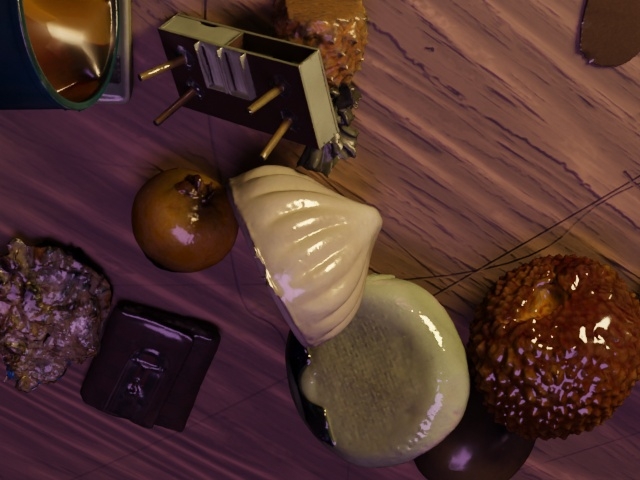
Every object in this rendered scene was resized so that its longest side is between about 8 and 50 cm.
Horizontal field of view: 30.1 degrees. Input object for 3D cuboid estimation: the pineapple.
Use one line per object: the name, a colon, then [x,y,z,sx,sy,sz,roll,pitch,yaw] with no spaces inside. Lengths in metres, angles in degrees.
pineapple: [0.000,-0.199,1.508,0.128,0.128,0.248,0,133,1]

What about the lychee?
lychee: [0.341,0.161,1.716,0.267,0.267,0.267,0,130,1]

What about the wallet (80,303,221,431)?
wallet: [-0.271,0.203,1.889,0.182,0.049,0.229,19,126,-10]

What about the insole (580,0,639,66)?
insole: [0.401,-0.349,1.447,0.111,0.007,0.328,7,130,-7]

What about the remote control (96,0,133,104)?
remote control: [-0.295,-0.299,1.480,0.123,0.038,0.285,6,129,-3]

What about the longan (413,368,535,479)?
longan: [0.233,0.298,1.856,0.196,0.220,0.196,25,134,29]

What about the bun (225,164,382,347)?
bun: [0.000,0.000,1.598,0.175,0.263,0.263,-26,126,1]

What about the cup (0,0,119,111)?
cup: [-0.418,-0.289,1.341,0.292,0.242,0.308,-1,130,17]

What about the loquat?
loquat: [-0.187,-0.027,1.638,0.163,0.137,0.163,22,139,21]

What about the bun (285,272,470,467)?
bun: [0.098,0.181,1.766,0.293,0.187,0.293,6,103,26]

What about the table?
table: [-0.112,-0.179,1.450,0.240,0.111,0.121,20,140,36]

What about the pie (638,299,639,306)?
pie: [0.626,0.117,1.767,0.355,0.103,0.288,-10,129,15]

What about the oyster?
oyster: [-0.423,0.117,1.797,0.198,0.092,0.259,17,125,-17]
